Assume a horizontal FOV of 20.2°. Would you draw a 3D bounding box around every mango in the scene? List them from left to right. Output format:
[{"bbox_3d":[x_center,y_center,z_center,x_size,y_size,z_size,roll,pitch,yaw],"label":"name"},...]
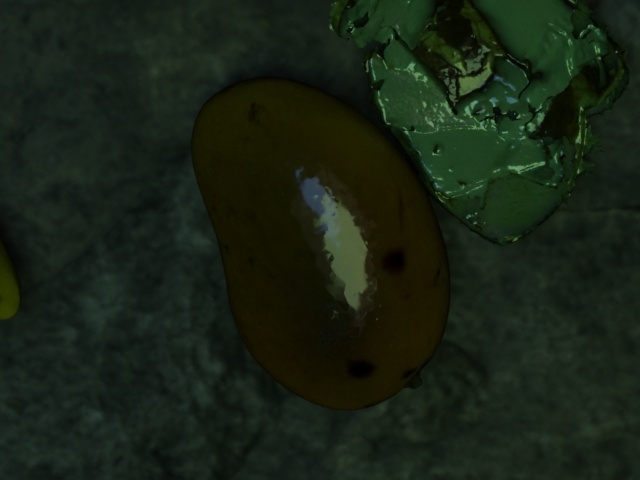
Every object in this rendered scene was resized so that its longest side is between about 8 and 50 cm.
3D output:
[{"bbox_3d":[0.003,0.001,0.902,0.115,0.090,0.178,-10,103,20],"label":"mango"}]

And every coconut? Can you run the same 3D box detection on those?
[{"bbox_3d":[0.083,-0.079,0.887,0.133,0.055,0.158,-17,111,5],"label":"coconut"}]

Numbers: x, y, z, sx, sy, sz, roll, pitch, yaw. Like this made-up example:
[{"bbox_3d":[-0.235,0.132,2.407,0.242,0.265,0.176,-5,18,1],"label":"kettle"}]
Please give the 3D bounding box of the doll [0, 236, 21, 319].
[{"bbox_3d":[-0.220,0.010,0.927,0.135,0.071,0.113,31,126,-4],"label":"doll"}]
